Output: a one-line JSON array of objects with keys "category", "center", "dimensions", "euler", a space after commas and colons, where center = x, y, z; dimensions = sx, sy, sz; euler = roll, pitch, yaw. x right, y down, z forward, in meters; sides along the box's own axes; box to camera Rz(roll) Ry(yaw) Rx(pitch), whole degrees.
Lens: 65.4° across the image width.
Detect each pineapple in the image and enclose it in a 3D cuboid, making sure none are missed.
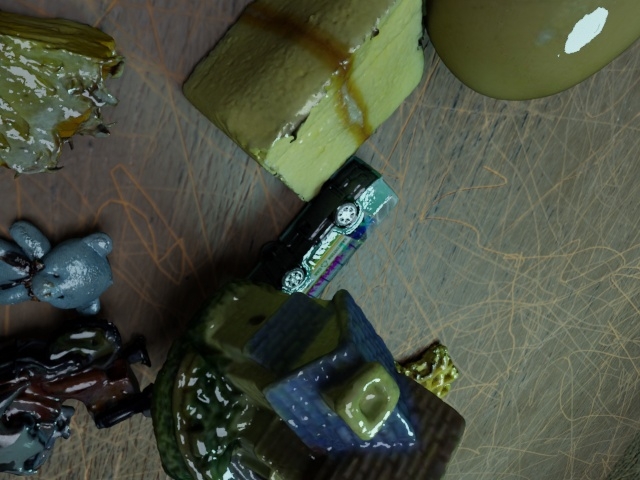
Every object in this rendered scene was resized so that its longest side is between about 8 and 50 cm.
[{"category": "pineapple", "center": [-0.306, -0.143, 0.467], "dimensions": [0.236, 0.114, 0.186], "euler": [-33, 129, -5]}]

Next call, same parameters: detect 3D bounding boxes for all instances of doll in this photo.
[{"category": "doll", "center": [-0.335, 0.038, 0.578], "dimensions": [0.179, 0.075, 0.120], "euler": [6, 118, -32]}]

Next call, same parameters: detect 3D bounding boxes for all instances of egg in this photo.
[{"category": "egg", "center": [0.257, -0.345, 0.548], "dimensions": [0.300, 0.301, 0.374], "euler": [-13, 125, -23]}]

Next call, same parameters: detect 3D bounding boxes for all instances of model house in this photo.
[{"category": "model house", "center": [-0.009, 0.222, 0.585], "dimensions": [0.261, 0.266, 0.321], "euler": [-49, 119, -31]}]

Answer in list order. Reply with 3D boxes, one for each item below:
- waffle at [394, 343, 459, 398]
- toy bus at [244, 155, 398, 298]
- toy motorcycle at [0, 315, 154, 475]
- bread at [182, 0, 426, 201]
[{"category": "waffle", "center": [0.178, 0.333, 1.067], "dimensions": [0.290, 0.051, 0.292], "euler": [-16, 127, -23]}, {"category": "toy bus", "center": [0.000, 0.000, 0.746], "dimensions": [0.262, 0.091, 0.109], "euler": [-49, 136, 6]}, {"category": "toy motorcycle", "center": [-0.321, 0.197, 0.645], "dimensions": [0.400, 0.134, 0.207], "euler": [-22, 127, -16]}, {"category": "bread", "center": [0.026, -0.172, 0.599], "dimensions": [0.263, 0.198, 0.236], "euler": [-47, 137, 4]}]
